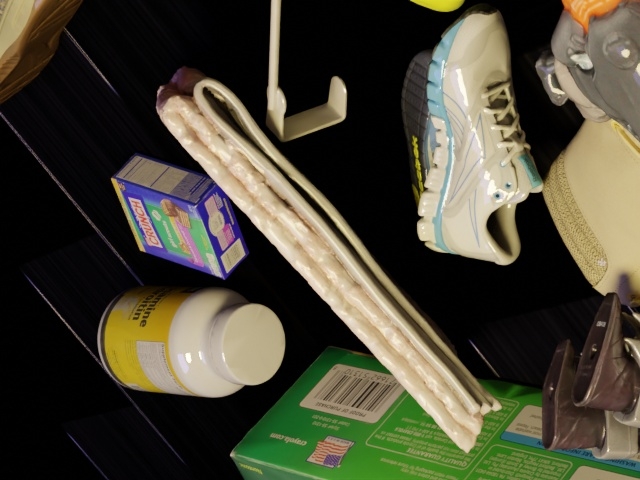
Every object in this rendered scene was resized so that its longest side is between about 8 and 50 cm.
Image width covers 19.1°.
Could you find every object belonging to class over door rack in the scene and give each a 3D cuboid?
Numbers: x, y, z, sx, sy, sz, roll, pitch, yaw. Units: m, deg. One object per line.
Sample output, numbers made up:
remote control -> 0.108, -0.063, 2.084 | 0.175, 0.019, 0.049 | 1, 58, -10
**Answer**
over door rack -> -0.101, -0.231, 1.268 | 0.239, 0.108, 0.324 | 50, 162, 36

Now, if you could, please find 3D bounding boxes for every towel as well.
towel -> 0.000, 0.000, 1.447 | 0.332, 0.053, 0.317 | 48, 180, -7

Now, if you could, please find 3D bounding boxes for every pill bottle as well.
pill bottle -> -0.119, 0.094, 1.778 | 0.184, 0.103, 0.103 | -1, 128, 49

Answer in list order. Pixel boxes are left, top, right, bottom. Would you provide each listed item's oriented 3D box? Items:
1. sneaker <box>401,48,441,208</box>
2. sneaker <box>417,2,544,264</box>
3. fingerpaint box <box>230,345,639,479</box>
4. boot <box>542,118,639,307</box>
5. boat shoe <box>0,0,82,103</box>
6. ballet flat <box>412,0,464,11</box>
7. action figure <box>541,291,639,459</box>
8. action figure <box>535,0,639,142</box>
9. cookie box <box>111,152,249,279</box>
sneaker -> 0.095, -0.075, 1.383 | 0.053, 0.059, 0.144 | -123, 22, -58
sneaker -> 0.120, -0.069, 1.307 | 0.083, 0.071, 0.190 | 24, 127, 37
fingerpaint box -> 0.184, 0.307, 1.629 | 0.445, 0.163, 0.371 | 9, 135, 43
boot -> 0.262, -0.008, 1.217 | 0.262, 0.095, 0.203 | 42, 148, 15
boat shoe -> -0.281, -0.186, 1.641 | 0.089, 0.104, 0.285 | 48, 139, 1
ballet flat -> 0.017, -0.232, 1.251 | 0.077, 0.077, 0.231 | -1, 128, 47
action figure -> 0.301, 0.125, 1.289 | 0.285, 0.099, 0.185 | 17, 164, -11
action figure -> 0.254, -0.079, 0.995 | 0.341, 0.178, 0.330 | -35, 90, 42
cookie box -> -0.126, -0.022, 1.707 | 0.107, 0.040, 0.092 | 18, 142, 37
